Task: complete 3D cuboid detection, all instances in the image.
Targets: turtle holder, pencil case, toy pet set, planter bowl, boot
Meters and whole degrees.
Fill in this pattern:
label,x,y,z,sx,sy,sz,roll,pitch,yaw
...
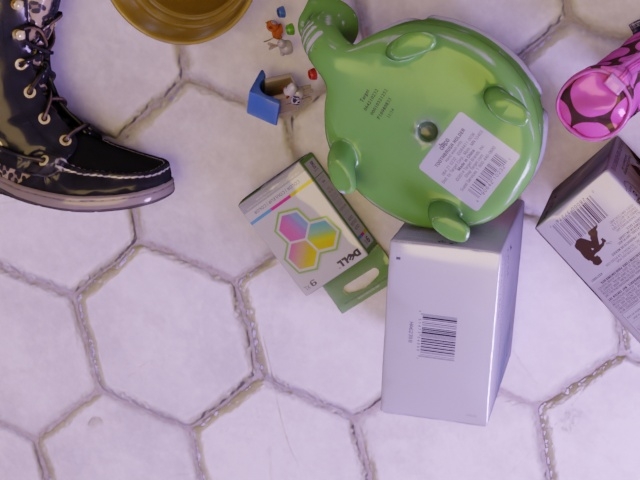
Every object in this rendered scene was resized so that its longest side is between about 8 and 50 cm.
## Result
label,x,y,z,sx,sy,sz,roll,pitch,yaw
turtle holder,0.115,-0.154,1.661,0.320,0.227,0.243,9,111,15
pencil case,0.350,-0.185,1.589,0.098,0.209,0.095,-34,92,40
toy pet set,-0.062,-0.212,1.761,0.114,0.065,0.122,103,147,-54
planter bowl,-0.166,-0.361,1.751,0.217,0.090,0.217,5,109,15
boot,-0.370,-0.201,1.848,0.377,0.138,0.284,12,111,18

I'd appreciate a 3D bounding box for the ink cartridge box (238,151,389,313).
label,x,y,z,sx,sy,sz,roll,pitch,yaw
ink cartridge box,0.000,0.000,1.836,0.109,0.062,0.209,-34,96,23

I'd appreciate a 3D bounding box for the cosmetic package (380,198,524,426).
label,x,y,z,sx,sy,sz,roll,pitch,yaw
cosmetic package,0.168,0.077,1.723,0.138,0.224,0.224,7,110,12

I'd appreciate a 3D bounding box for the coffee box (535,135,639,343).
label,x,y,z,sx,sy,sz,roll,pitch,yaw
coffee box,0.409,0.035,1.667,0.297,0.168,0.119,47,114,-3
